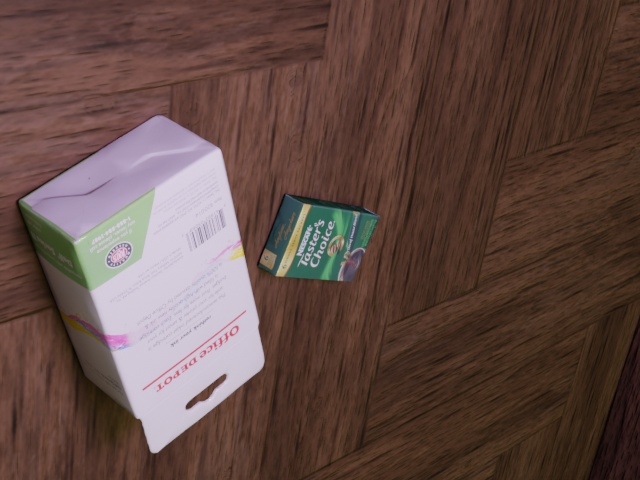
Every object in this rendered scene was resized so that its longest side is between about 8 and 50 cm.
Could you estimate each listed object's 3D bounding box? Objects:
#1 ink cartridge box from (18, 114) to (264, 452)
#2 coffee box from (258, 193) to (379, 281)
[{"bbox_3d":[-0.195,0.059,1.296,0.207,0.119,0.353,-37,137,-29],"label":"ink cartridge box"},{"bbox_3d":[0.000,0.000,1.556,0.184,0.040,0.113,9,107,-52],"label":"coffee box"}]
